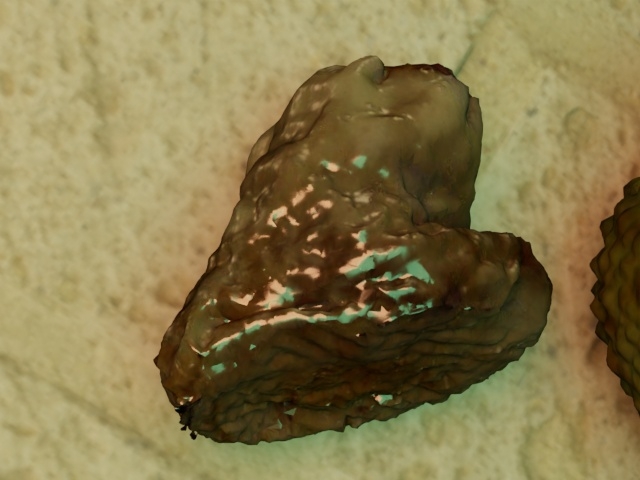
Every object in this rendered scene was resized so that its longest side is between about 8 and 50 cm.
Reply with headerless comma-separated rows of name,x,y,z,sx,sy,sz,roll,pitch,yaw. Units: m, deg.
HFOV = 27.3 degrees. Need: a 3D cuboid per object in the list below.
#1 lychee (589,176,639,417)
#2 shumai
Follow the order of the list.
lychee,0.292,0.031,0.766,0.270,0.270,0.320,-43,100,-14
shumai,0.002,0.001,0.736,0.218,0.184,0.185,-19,62,-7
